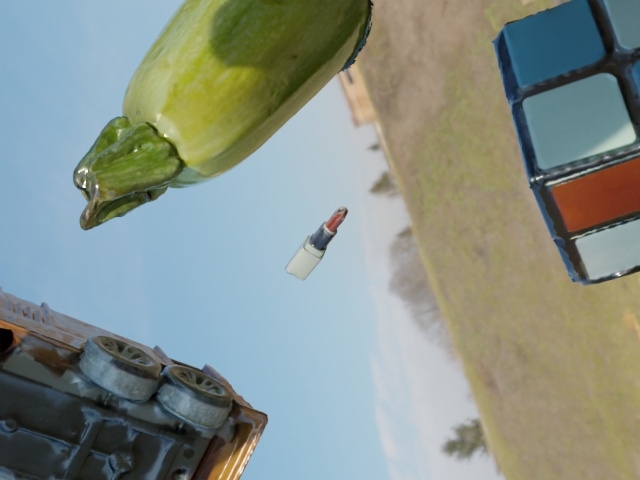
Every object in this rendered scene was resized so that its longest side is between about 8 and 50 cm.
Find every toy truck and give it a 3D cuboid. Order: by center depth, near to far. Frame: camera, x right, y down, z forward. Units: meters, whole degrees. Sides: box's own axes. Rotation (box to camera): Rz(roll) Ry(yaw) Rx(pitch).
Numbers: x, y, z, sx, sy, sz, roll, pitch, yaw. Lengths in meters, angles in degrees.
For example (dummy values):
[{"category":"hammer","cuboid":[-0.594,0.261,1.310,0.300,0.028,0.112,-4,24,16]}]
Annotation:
[{"category":"toy truck","cuboid":[-0.264,0.133,0.867,0.387,0.173,0.207,25,-176,-23]}]

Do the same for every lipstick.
[{"category":"lipstick","cuboid":[0.000,0.000,1.036,0.025,0.107,0.025,33,-140,-8]}]

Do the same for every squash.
[{"category":"squash","cuboid":[-0.053,-0.105,0.657,0.137,0.137,0.288,65,-144,-38]}]

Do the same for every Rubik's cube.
[{"category":"Rubik's cube","cuboid":[0.257,-0.091,0.804,0.180,0.183,0.167,54,-156,-52]}]
